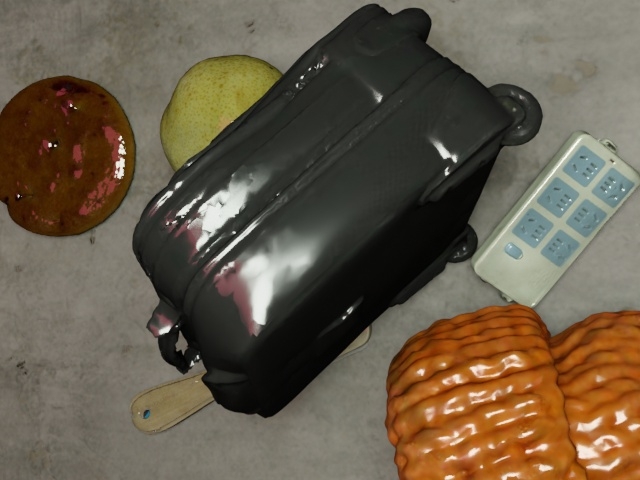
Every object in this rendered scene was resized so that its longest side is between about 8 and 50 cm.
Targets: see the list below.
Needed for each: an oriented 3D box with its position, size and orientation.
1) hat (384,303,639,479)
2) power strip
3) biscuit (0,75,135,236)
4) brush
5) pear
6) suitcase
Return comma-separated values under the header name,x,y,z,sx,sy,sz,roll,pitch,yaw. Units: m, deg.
name,x,y,z,sx,sy,sz,roll,pitch,yaw
hat,0.267,0.187,0.751,0.400,0.285,0.285,-7,88,8
power strip,0.234,-0.020,0.849,0.081,0.035,0.192,35,103,-12
biscuit,-0.329,-0.105,1.061,0.212,0.036,0.212,0,91,19
brush,-0.093,0.151,0.967,0.327,0.065,0.070,-27,84,19
pear,-0.092,-0.124,0.911,0.167,0.167,0.137,-4,62,20
suitcase,0.000,0.000,0.750,0.339,0.345,0.188,-43,77,-14
